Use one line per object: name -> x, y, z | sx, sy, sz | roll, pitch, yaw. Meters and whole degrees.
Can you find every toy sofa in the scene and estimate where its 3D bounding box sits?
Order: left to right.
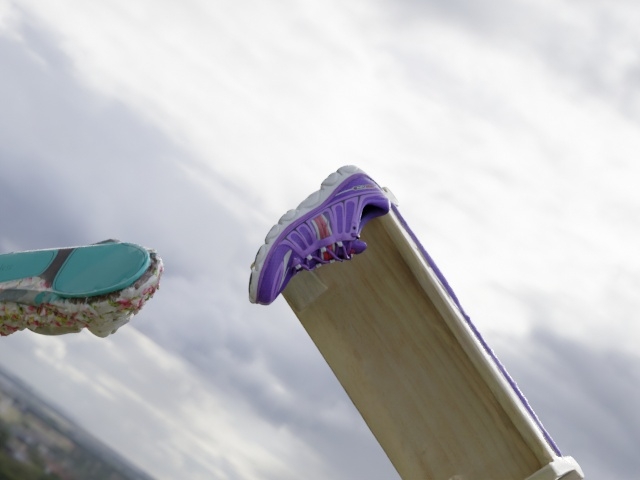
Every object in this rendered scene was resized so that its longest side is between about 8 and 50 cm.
toy sofa -> 0.102, 0.127, 1.524 | 0.363, 0.150, 0.177 | 57, 13, 16

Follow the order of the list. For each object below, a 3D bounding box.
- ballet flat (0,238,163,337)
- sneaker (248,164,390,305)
ballet flat -> -0.211, 0.047, 1.299 | 0.241, 0.091, 0.077 | 0, -49, 41
sneaker -> 0.000, 0.000, 1.366 | 0.071, 0.170, 0.068 | 39, -24, 15
